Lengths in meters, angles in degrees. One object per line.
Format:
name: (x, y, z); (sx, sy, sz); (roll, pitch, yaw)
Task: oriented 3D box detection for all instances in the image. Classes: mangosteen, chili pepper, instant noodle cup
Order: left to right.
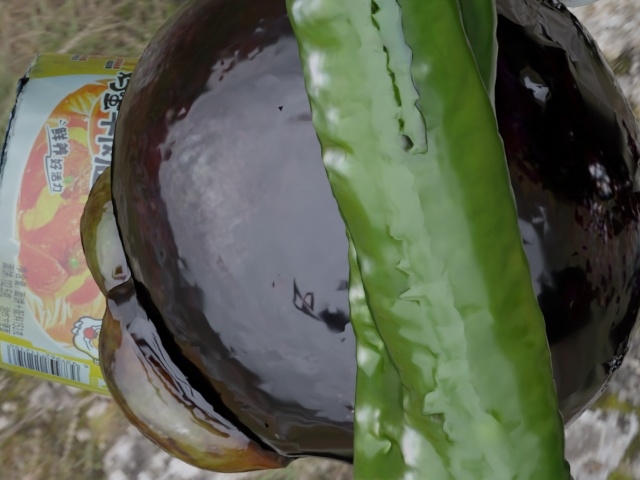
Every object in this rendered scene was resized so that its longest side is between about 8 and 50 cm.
instant noodle cup: (-0.080, -0.001, 0.848); (0.153, 0.205, 0.205); (7, 104, -1)
mangosteen: (0.000, 0.000, 0.642); (0.250, 0.211, 0.211); (-26, 94, 36)
chili pepper: (0.029, 0.097, 0.406); (0.076, 0.085, 0.359); (-1, 104, 9)

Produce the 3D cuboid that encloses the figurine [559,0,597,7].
figurine: (0.160, -0.224, 1.025); (0.421, 0.193, 0.154); (-14, 93, 4)
